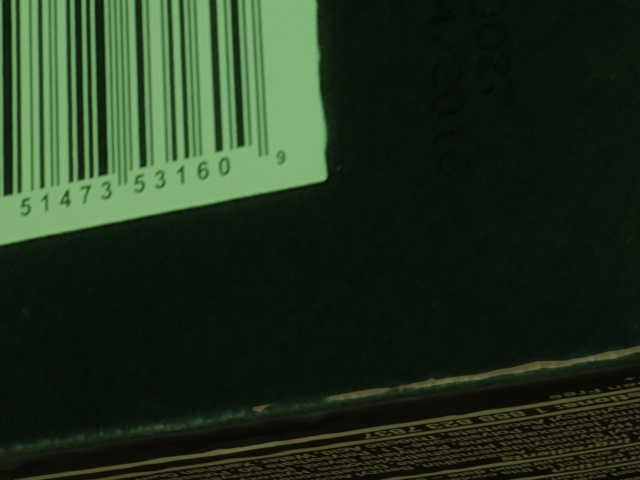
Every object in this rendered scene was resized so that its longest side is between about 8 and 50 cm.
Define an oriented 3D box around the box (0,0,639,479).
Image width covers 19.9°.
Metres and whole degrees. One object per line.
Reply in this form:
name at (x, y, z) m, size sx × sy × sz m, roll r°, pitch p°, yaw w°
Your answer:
box at (0.000, 0.000, 0.560) m, size 0.296 × 0.294 × 0.182 m, roll -10°, pitch 71°, yaw 20°
